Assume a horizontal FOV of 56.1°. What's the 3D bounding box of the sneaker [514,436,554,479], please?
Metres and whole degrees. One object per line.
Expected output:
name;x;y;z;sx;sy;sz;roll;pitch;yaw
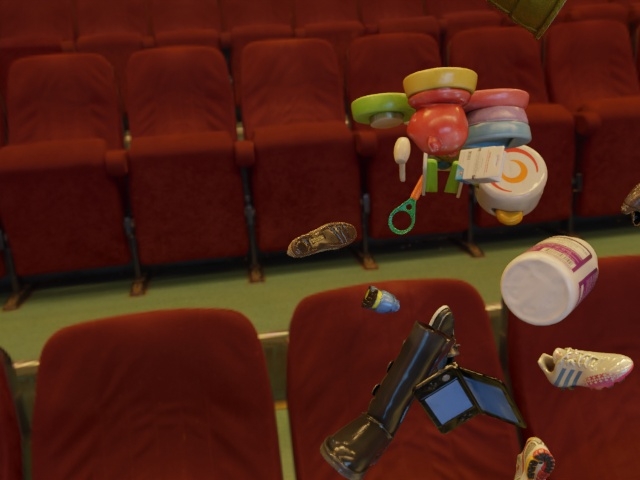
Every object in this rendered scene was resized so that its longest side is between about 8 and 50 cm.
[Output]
sneaker;0.577;0.638;1.645;0.088;0.225;0.092;10;25;-2

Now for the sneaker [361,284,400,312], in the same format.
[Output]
sneaker;0.171;0.174;1.698;0.082;0.069;0.209;21;-3;-6

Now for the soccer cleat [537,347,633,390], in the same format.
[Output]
soccer cleat;0.839;0.405;1.942;0.116;0.143;0.331;-42;1;-30

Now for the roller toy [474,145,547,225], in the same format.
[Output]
roller toy;0.541;-0.164;1.716;0.191;0.146;0.209;-35;65;-6

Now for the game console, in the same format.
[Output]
game console;0.200;0.226;0.810;0.107;0.122;0.071;-32;35;2

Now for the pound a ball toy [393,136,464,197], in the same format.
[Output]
pound a ball toy;0.335;-0.242;1.823;0.208;0.135;0.319;5;-13;11

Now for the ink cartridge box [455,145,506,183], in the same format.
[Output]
ink cartridge box;0.242;-0.110;0.886;0.028;0.048;0.083;15;-6;-33

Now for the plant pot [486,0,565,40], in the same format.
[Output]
plant pot;0.355;-0.632;1.139;0.353;0.366;0.366;29;21;6

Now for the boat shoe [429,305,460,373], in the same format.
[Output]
boat shoe;0.448;0.399;2.170;0.127;0.339;0.113;-10;29;-36

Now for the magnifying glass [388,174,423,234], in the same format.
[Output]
magnifying glass;0.323;-0.128;2.161;0.092;0.230;0.026;29;11;10

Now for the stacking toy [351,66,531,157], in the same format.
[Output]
stacking toy;0.219;-0.200;1.112;0.309;0.130;0.280;1;-3;-40

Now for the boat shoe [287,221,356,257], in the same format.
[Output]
boat shoe;0.000;0.000;1.527;0.190;0.068;0.072;-13;-9;-27

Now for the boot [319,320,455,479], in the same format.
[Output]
boot;0.204;0.439;1.712;0.146;0.445;0.367;36;4;18

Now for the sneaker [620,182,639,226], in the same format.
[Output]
sneaker;0.676;-0.052;1.235;0.188;0.071;0.066;31;21;-33

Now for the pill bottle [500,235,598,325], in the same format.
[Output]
pill bottle;0.562;0.082;1.440;0.169;0.169;0.302;8;16;36
